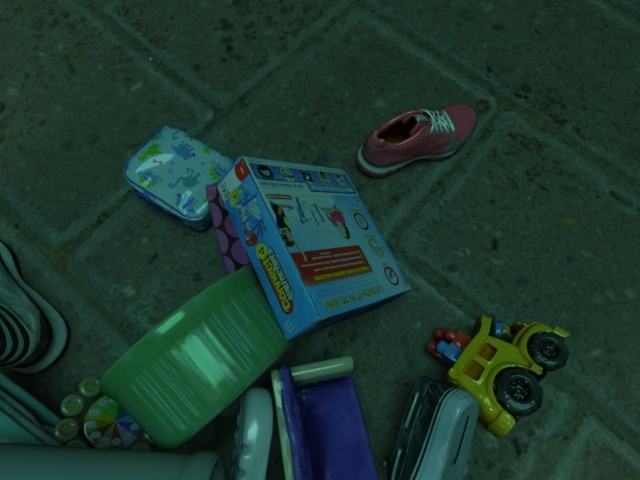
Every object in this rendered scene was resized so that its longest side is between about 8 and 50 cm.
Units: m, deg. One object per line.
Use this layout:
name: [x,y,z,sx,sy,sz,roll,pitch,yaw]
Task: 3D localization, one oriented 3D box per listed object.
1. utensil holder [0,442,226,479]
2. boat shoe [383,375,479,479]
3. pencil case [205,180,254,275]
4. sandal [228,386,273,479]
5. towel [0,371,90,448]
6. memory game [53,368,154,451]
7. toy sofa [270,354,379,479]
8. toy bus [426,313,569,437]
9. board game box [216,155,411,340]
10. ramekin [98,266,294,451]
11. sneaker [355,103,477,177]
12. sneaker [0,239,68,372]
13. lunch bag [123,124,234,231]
utensil holder: [-0.335,0.419,0.495,0.385,0.328,0.328,5,71,-4]
boat shoe: [0.173,0.405,0.736,0.121,0.119,0.335,22,88,-38]
pencil case: [-0.164,-0.020,0.851,0.095,0.098,0.210,-7,100,9]
sandal: [-0.091,0.429,0.628,0.102,0.169,0.417,5,102,-13]
towel: [-0.604,0.350,0.644,0.320,0.090,0.375,-34,117,-9]
memory game: [-0.366,0.319,0.744,0.186,0.012,0.186,23,47,-27]
toy sofa: [0.021,0.373,0.658,0.150,0.177,0.363,-8,54,-9]
toy bus: [0.324,0.221,0.802,0.211,0.149,0.220,36,70,27]
board game box: [0.000,0.000,0.786,0.308,0.086,0.302,-5,62,-52]
ramekin: [-0.187,0.198,0.704,0.303,0.303,0.148,-40,85,-14]
sneaker: [0.235,-0.243,0.950,0.313,0.136,0.116,-24,74,-10]
sneaker: [-0.681,0.059,0.748,0.447,0.257,0.169,36,73,10]
lunch bag: [-0.301,-0.135,0.918,0.218,0.090,0.176,31,72,7]
